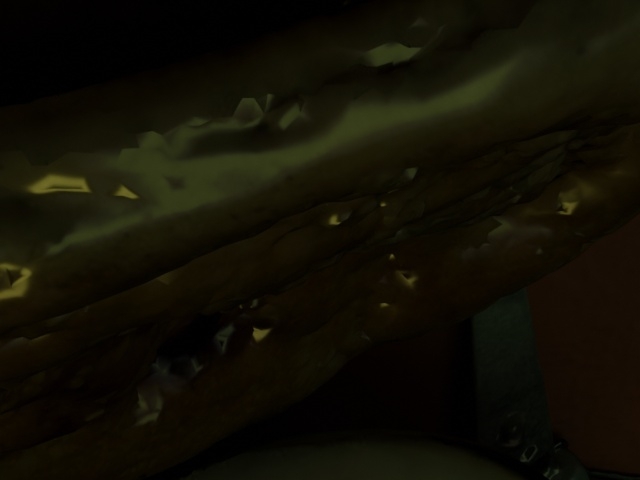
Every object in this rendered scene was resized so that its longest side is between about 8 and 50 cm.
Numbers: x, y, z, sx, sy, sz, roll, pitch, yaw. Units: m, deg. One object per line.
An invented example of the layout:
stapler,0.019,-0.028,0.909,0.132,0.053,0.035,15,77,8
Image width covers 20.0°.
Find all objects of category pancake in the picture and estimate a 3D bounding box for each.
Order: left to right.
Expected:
pancake,-0.001,-0.002,0.487,0.356,0.065,0.356,-24,171,-4

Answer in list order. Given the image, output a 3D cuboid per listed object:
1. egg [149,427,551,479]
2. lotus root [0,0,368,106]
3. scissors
egg,-0.013,0.190,0.681,0.286,0.174,0.264,-34,102,-6
lotus root,-0.030,-0.108,0.441,0.284,0.146,0.160,-25,123,-10
scissors,0.077,0.085,0.740,0.191,0.029,0.360,-24,130,-14
